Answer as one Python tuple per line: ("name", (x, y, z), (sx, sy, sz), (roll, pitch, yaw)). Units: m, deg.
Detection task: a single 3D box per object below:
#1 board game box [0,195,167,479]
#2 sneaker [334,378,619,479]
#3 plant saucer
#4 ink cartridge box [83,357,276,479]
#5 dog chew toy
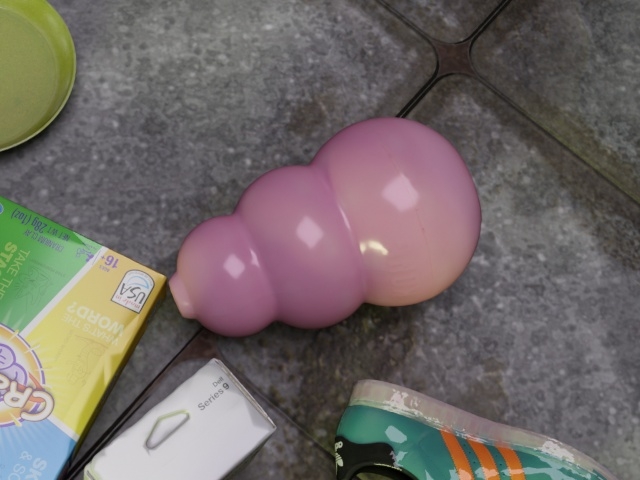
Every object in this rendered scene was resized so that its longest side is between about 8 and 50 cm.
("board game box", (-0.334, 0.126, 1.112), (0.242, 0.064, 0.317), (25, 65, 0))
("sneaker", (0.159, 0.251, 1.139), (0.302, 0.108, 0.121), (18, 66, 6))
("plant saucer", (-0.401, -0.196, 1.247), (0.241, 0.037, 0.241), (4, 67, -9))
("ink cartridge box", (-0.139, 0.213, 1.032), (0.154, 0.212, 0.093), (-40, 80, -23))
("dog chew toy", (0.000, 0.000, 1.162), (0.331, 0.206, 0.207), (-22, 74, -11))
